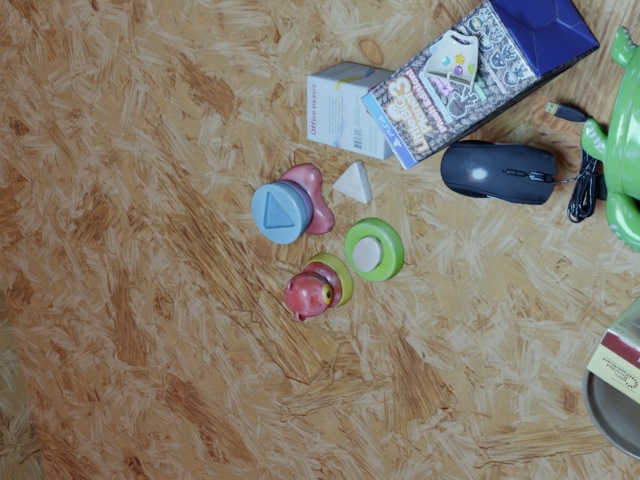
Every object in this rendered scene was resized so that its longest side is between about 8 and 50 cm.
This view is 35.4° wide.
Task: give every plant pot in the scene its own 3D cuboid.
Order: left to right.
[{"bbox_3d":[0.570,0.248,1.676,0.237,0.109,0.237,18,122,32],"label":"plant pot"}]

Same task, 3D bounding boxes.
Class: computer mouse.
[{"bbox_3d":[0.335,-0.142,1.621,0.262,0.060,0.184,14,93,3],"label":"computer mouse"}]

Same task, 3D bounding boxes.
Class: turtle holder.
[{"bbox_3d":[0.509,-0.141,1.415,0.227,0.320,0.243,17,157,31],"label":"turtle holder"}]

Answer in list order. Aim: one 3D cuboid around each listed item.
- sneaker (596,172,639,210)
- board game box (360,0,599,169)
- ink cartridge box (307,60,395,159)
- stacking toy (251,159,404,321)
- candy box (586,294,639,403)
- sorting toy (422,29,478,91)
[{"bbox_3d":[0.496,-0.073,1.598,0.170,0.089,0.051,5,114,38],"label":"sneaker"},{"bbox_3d":[0.254,-0.268,1.607,0.291,0.232,0.141,-34,88,44],"label":"board game box"},{"bbox_3d":[0.079,-0.241,1.833,0.176,0.127,0.128,19,122,31],"label":"ink cartridge box"},{"bbox_3d":[0.000,0.000,2.011,0.279,0.130,0.309,-18,98,43],"label":"stacking toy"},{"bbox_3d":[0.553,0.144,1.497,0.183,0.316,0.088,35,131,22],"label":"candy box"},{"bbox_3d":[0.201,-0.266,1.465,0.083,0.045,0.075,23,117,29],"label":"sorting toy"}]
